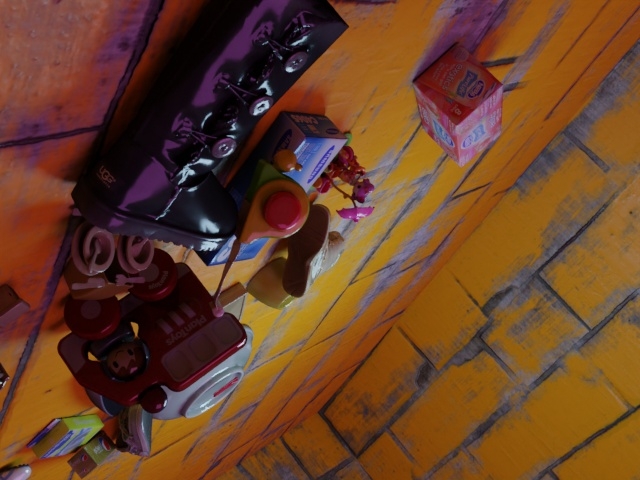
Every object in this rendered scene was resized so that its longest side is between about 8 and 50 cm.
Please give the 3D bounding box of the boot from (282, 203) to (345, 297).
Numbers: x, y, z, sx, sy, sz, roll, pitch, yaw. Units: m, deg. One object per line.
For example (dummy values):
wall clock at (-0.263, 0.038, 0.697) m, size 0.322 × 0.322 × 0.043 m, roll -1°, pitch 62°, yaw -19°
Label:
boot at (0.000, 0.000, 1.928) m, size 0.203 × 0.095 × 0.262 m, roll -37°, pitch 146°, yaw -56°

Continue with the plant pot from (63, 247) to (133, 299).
plant pot at (-0.390, 0.062, 1.296) m, size 0.083 × 0.081 × 0.081 m, roll -31°, pitch 164°, yaw 11°

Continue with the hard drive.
hard drive at (-0.471, 0.336, 1.802) m, size 0.172 × 0.054 × 0.255 m, roll -34°, pitch 161°, yaw -23°

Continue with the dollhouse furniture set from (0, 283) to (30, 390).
dollhouse furniture set at (-0.524, 0.180, 1.252) m, size 0.161 × 0.101 × 0.182 m, roll -38°, pitch 162°, yaw -11°

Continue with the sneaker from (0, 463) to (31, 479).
sneaker at (-0.783, 0.618, 1.771) m, size 0.237 × 0.086 × 0.085 m, roll -36°, pitch 160°, yaw -21°

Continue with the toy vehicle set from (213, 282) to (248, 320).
toy vehicle set at (-0.306, 0.220, 1.902) m, size 0.266 × 0.035 × 0.166 m, roll -31°, pitch 160°, yaw -29°

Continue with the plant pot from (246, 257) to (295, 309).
plant pot at (-0.113, 0.126, 1.985) m, size 0.134 × 0.095 × 0.134 m, roll -36°, pitch 162°, yaw -14°

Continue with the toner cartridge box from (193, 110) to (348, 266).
toner cartridge box at (-0.107, -0.098, 1.505) m, size 0.348 × 0.075 × 0.165 m, roll -50°, pitch 161°, yaw 25°

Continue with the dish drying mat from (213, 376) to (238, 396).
dish drying mat at (-0.273, 0.423, 2.167) m, size 0.083 × 0.008 × 0.032 m, roll -34°, pitch 162°, yaw -22°

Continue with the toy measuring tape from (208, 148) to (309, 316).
toy measuring tape at (-0.100, -0.005, 1.371) m, size 0.121 × 0.121 × 0.330 m, roll -1°, pitch 114°, yaw -64°

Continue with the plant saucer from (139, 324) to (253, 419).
plant saucer at (-0.335, 0.412, 2.191) m, size 0.400 × 0.100 × 0.400 m, roll -37°, pitch 162°, yaw -14°

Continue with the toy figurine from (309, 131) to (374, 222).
toy figurine at (0.063, -0.123, 1.663) m, size 0.173 × 0.159 × 0.130 m, roll -52°, pitch 160°, yaw 27°

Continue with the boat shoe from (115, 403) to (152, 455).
boat shoe at (-0.515, 0.526, 2.065) m, size 0.103 × 0.118 × 0.320 m, roll 3°, pitch 155°, yaw -12°

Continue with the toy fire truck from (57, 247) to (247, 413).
toy fire truck at (-0.323, 0.182, 1.421) m, size 0.302 × 0.254 × 0.169 m, roll -36°, pitch 161°, yaw -18°

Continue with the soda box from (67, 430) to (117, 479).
soda box at (-0.598, 0.562, 1.978) m, size 0.058 × 0.061 × 0.181 m, roll -41°, pitch 179°, yaw 0°

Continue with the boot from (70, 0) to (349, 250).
boot at (-0.127, -0.195, 1.167) m, size 0.445 × 0.146 × 0.367 m, roll -51°, pitch 162°, yaw 15°

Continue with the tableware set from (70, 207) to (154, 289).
tableware set at (-0.330, 0.012, 1.235) m, size 0.194 × 0.039 × 0.128 m, roll 1°, pitch 90°, yaw -67°

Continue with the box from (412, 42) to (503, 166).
box at (0.332, -0.311, 1.789) m, size 0.142 × 0.154 × 0.300 m, roll -42°, pitch 163°, yaw 1°

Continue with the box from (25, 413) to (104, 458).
box at (-0.623, 0.480, 1.847) m, size 0.109 × 0.042 × 0.178 m, roll -43°, pitch 163°, yaw 5°
